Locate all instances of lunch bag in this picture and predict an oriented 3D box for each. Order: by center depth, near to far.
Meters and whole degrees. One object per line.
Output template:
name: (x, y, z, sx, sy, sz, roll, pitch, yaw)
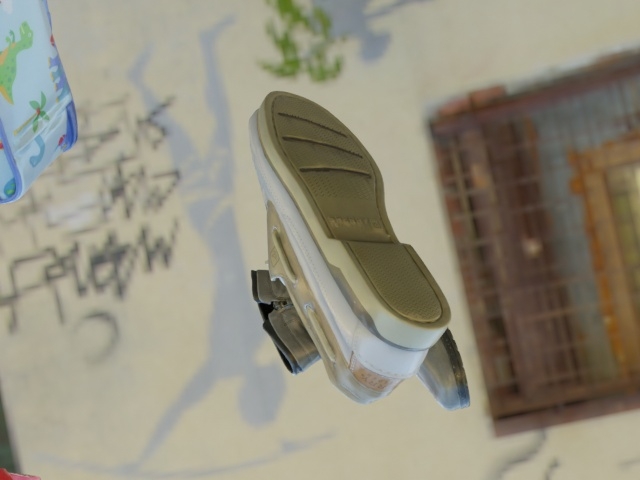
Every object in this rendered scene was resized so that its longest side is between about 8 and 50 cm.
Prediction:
lunch bag: (-0.253, -0.135, 1.138, 0.176, 0.219, 0.090, 9, -139, 28)

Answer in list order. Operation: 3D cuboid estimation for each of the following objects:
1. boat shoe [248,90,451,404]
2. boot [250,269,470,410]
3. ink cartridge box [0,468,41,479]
boat shoe: (0.000, 0.000, 1.489, 0.113, 0.302, 0.103, 11, 127, -32)
boot: (0.036, 0.105, 1.886, 0.161, 0.246, 0.083, -24, 145, -14)
ink cartridge box: (-0.284, 0.234, 1.321, 0.134, 0.078, 0.231, -51, 153, 11)
